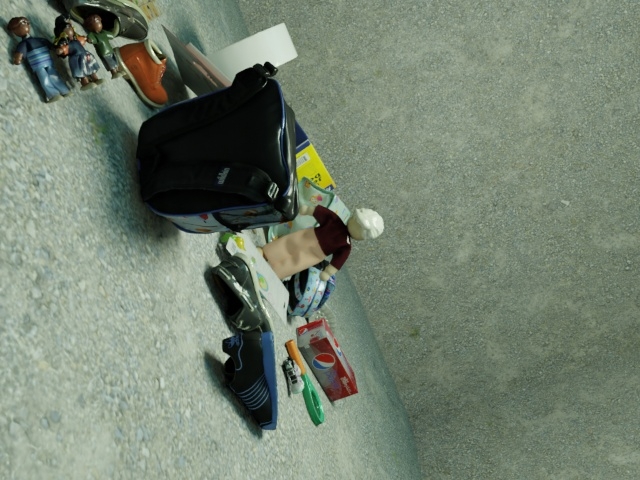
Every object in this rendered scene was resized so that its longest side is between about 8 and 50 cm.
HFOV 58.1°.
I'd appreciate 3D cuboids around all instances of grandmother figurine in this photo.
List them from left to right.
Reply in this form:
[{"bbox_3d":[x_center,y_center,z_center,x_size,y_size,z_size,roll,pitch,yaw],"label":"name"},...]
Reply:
[{"bbox_3d":[0.000,0.000,1.515,0.104,0.342,0.208,-35,105,-82],"label":"grandmother figurine"}]

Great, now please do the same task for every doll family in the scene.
[{"bbox_3d":[-0.350,-0.264,0.800,0.193,0.076,0.111,-86,159,-65],"label":"doll family"}]

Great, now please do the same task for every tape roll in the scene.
[{"bbox_3d":[-0.212,-0.508,1.617,0.286,0.286,0.100,-90,157,-69],"label":"tape roll"}]

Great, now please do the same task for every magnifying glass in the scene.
[{"bbox_3d":[-0.038,0.365,1.485,0.092,0.026,0.231,-56,124,-81],"label":"magnifying glass"}]

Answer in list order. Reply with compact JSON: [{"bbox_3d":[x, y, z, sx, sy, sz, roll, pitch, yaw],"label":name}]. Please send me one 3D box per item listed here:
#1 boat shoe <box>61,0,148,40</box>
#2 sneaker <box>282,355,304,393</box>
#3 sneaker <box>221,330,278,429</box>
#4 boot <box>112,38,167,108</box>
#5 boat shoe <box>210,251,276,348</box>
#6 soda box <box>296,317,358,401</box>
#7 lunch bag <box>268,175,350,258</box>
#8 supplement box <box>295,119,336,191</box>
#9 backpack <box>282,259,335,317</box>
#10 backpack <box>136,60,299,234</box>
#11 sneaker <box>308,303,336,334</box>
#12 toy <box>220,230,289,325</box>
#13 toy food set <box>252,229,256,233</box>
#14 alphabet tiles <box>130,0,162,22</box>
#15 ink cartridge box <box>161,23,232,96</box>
[{"bbox_3d":[-0.368,-0.380,0.982,0.223,0.080,0.073,9,66,-75],"label":"boat shoe"},{"bbox_3d":[-0.071,0.313,1.364,0.069,0.038,0.098,64,0,-26],"label":"sneaker"},{"bbox_3d":[-0.123,0.254,1.030,0.081,0.090,0.232,-101,-171,-58],"label":"sneaker"},{"bbox_3d":[-0.320,-0.316,1.099,0.158,0.085,0.059,58,12,-62],"label":"boot"},{"bbox_3d":[-0.155,0.143,1.151,0.079,0.084,0.233,-35,116,-43],"label":"boat shoe"},{"bbox_3d":[0.022,0.352,1.683,0.083,0.092,0.263,-102,168,-55],"label":"soda box"},{"bbox_3d":[-0.042,-0.032,1.769,0.160,0.262,0.223,30,-4,19],"label":"lunch bag"},{"bbox_3d":[-0.114,-0.247,1.797,0.194,0.195,0.356,56,2,23],"label":"supplement box"},{"bbox_3d":[-0.033,0.140,1.611,0.117,0.158,0.173,25,30,-15],"label":"backpack"},{"bbox_3d":[-0.170,-0.131,0.988,0.213,0.263,0.276,71,14,-66],"label":"backpack"},{"bbox_3d":[-0.016,0.210,1.845,0.095,0.090,0.235,-117,-176,-65],"label":"sneaker"},{"bbox_3d":[-0.154,0.080,1.316,0.237,0.056,0.137,60,15,-25],"label":"toy"},{"bbox_3d":[-0.194,-0.117,1.615,0.192,0.038,0.132,-102,168,-49],"label":"toy food set"},{"bbox_3d":[-0.436,-0.601,1.321,0.237,0.009,0.198,-97,164,-62],"label":"alphabet tiles"},{"bbox_3d":[-0.231,-0.353,1.318,0.275,0.060,0.239,45,-13,11],"label":"ink cartridge box"}]
